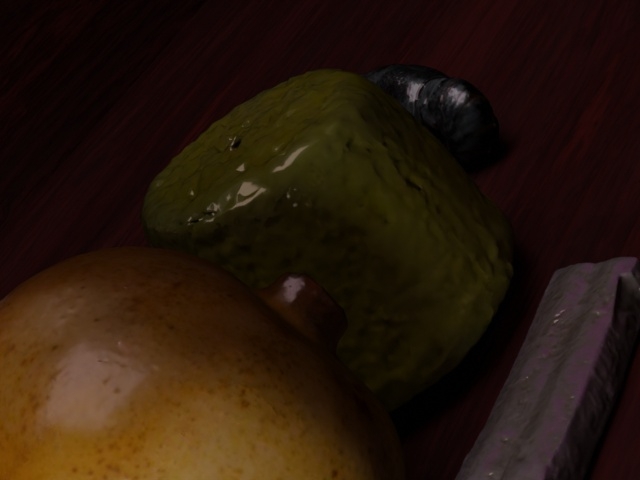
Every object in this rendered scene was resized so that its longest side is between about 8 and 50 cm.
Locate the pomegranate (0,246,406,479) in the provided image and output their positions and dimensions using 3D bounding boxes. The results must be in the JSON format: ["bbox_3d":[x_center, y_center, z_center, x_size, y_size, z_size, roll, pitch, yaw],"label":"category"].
[{"bbox_3d":[-0.116,0.190,1.075,0.417,0.416,0.416,-34,23,16],"label":"pomegranate"}]

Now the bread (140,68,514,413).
[{"bbox_3d":[0.000,0.000,1.334,0.348,0.307,0.348,-35,19,13],"label":"bread"}]

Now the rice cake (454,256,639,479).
[{"bbox_3d":[0.205,0.128,1.101,0.106,0.050,0.298,-16,32,45],"label":"rice cake"}]

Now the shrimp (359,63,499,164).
[{"bbox_3d":[0.095,-0.159,1.699,0.172,0.137,0.372,-31,18,-24],"label":"shrimp"}]
